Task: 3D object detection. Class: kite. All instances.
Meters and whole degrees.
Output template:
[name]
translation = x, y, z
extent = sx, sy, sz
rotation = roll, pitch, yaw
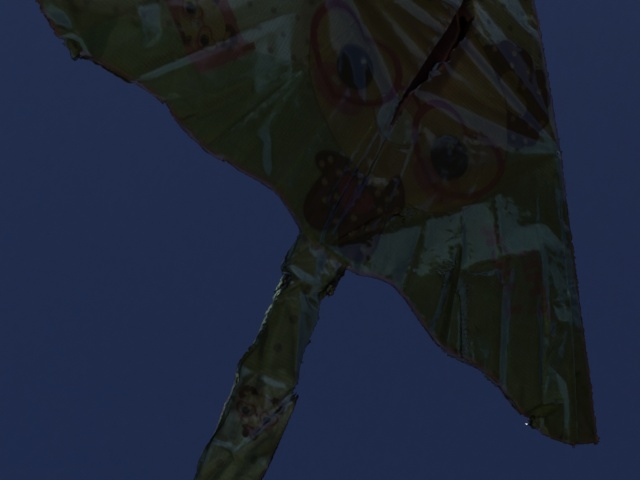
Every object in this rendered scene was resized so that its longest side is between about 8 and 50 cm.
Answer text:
[kite]
translation = 0.001, 0.000, 0.520
extent = 0.229, 0.250, 0.012
rotation = 37, -24, -24
